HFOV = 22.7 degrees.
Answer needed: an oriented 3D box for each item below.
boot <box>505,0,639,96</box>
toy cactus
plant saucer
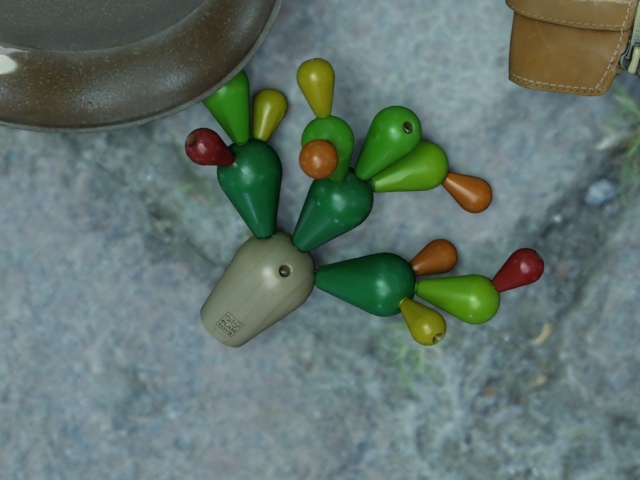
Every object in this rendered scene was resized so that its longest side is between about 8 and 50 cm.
[{"bbox_3d":[0.233,-0.170,0.824,0.284,0.109,0.220,4,109,2],"label":"boot"},{"bbox_3d":[0.000,0.000,0.908,0.219,0.112,0.180,34,117,-19],"label":"toy cactus"},{"bbox_3d":[-0.163,-0.182,0.806,0.311,0.050,0.310,7,138,6],"label":"plant saucer"}]
